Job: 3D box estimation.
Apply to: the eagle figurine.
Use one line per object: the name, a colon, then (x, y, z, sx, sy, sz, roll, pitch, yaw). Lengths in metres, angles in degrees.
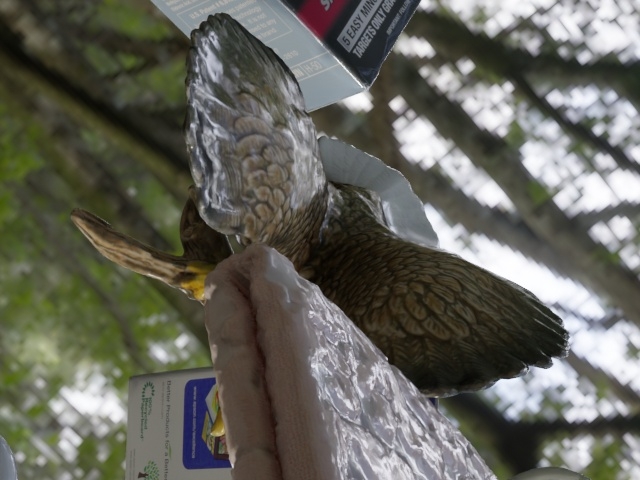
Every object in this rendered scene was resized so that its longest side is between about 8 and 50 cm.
eagle figurine: (-0.001, 0.010, 1.068, 0.298, 0.226, 0.225, 134, -46, -64)

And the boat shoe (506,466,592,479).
boat shoe: (0.069, 0.265, 1.061, 0.319, 0.116, 0.099, -65, 171, 4)

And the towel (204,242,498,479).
towel: (0.073, 0.198, 0.778, 0.053, 0.332, 0.317, -29, -139, 13)

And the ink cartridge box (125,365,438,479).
ink cartridge box: (-0.015, 0.163, 1.301, 0.333, 0.065, 0.165, -9, -105, 49)

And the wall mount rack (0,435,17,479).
wall mount rack: (-0.258, 0.126, 0.673, 0.350, 0.304, 0.130, 114, -24, -71)

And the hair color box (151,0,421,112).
hair color box: (-0.082, -0.277, 1.281, 0.113, 0.374, 0.185, -16, -143, 52)
